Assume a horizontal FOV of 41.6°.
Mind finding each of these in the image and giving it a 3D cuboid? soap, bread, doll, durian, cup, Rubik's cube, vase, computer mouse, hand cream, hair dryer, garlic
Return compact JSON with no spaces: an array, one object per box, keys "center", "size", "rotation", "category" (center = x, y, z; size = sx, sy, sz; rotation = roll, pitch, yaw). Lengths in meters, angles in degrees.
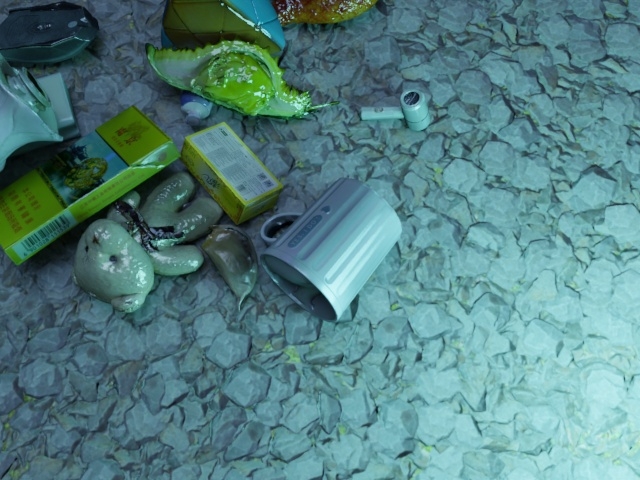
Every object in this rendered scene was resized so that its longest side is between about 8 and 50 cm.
[{"center":[-0.561,-0.226,1.572],"size":[0.198,0.066,0.119],"rotation":[-19,68,-6],"category":"soap"},{"center":[-0.001,-0.492,1.655],"size":[0.269,0.095,0.139],"rotation":[-5,61,3],"category":"bread"},{"center":[-0.301,-0.014,1.455],"size":[0.175,0.149,0.278],"rotation":[23,57,36],"category":"doll"},{"center":[-0.144,-0.297,1.547],"size":[0.375,0.106,0.132],"rotation":[17,71,-6],"category":"durian"},{"center":[0.003,-0.004,1.429],"size":[0.221,0.167,0.202],"rotation":[38,71,12],"category":"cup"},{"center":[-0.155,-0.452,1.601],"size":[0.254,0.254,0.254],"rotation":[0,69,1],"category":"Rubik's cube"},{"center":[-0.651,-0.128,1.411],"size":[0.445,0.250,0.250],"rotation":[-36,72,1],"category":"vase"},{"center":[-0.537,-0.391,1.635],"size":[0.231,0.071,0.126],"rotation":[-5,56,8],"category":"computer mouse"},{"center":[-0.233,-0.280,1.602],"size":[0.084,0.053,0.142],"rotation":[2,59,2],"category":"hand cream"},{"center":[0.132,-0.243,1.571],"size":[0.137,0.082,0.047],"rotation":[1,68,18],"category":"hair dryer"},{"center":[-0.147,0.036,1.465],"size":[0.084,0.066,0.152],"rotation":[-32,96,-7],"category":"garlic"}]

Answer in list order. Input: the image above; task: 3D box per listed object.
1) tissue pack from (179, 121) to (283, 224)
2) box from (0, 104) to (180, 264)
[{"center":[-0.162,-0.122,1.514],"size":[0.095,0.062,0.176],"rotation":[-30,69,-37],"category":"tissue pack"},{"center":[-0.426,-0.106,1.490],"size":[0.335,0.047,0.187],"rotation":[-36,41,-13],"category":"box"}]
